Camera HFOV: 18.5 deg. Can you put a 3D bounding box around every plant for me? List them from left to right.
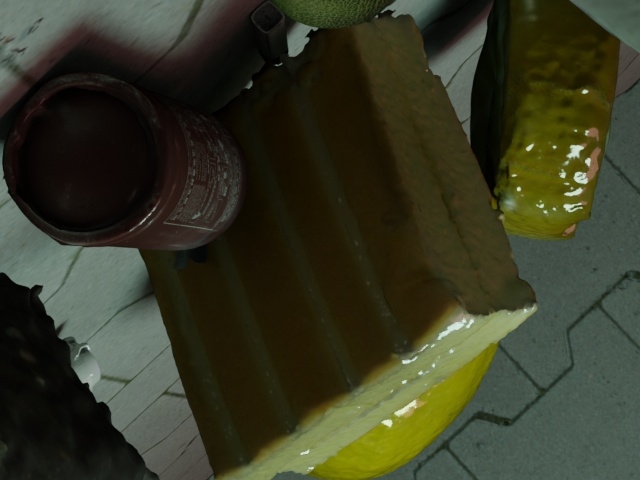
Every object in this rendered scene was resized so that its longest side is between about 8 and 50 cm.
[{"bbox_3d":[-0.211,0.137,1.207,0.188,0.199,0.276,-41,166,11],"label":"plant"}]

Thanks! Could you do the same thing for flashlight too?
[{"bbox_3d":[-0.032,-0.134,1.282,0.018,0.018,0.083,-40,171,-5],"label":"flashlight"}]

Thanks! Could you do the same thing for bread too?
[{"bbox_3d":[0.000,0.000,1.304,0.111,0.246,0.239,5,145,-48],"label":"bread"}]

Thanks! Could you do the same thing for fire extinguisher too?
[{"bbox_3d":[-0.103,-0.035,1.167,0.105,0.105,0.269,-44,173,6],"label":"fire extinguisher"}]

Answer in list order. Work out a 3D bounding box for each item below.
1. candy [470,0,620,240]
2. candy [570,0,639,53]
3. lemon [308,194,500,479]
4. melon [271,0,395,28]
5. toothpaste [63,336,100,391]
[{"bbox_3d":[0.196,-0.126,1.709,0.260,0.118,0.259,-177,-90,-88],"label":"candy"},{"bbox_3d":[0.316,-0.301,1.454,0.358,0.208,0.145,-48,177,23],"label":"candy"},{"bbox_3d":[0.021,0.053,1.672,0.285,0.285,0.316,-39,140,-24],"label":"lemon"},{"bbox_3d":[0.013,-0.171,1.035,0.099,0.099,0.162,-40,173,-20],"label":"melon"},{"bbox_3d":[-0.297,0.172,1.494,0.314,0.056,0.058,-33,128,-33],"label":"toothpaste"}]
